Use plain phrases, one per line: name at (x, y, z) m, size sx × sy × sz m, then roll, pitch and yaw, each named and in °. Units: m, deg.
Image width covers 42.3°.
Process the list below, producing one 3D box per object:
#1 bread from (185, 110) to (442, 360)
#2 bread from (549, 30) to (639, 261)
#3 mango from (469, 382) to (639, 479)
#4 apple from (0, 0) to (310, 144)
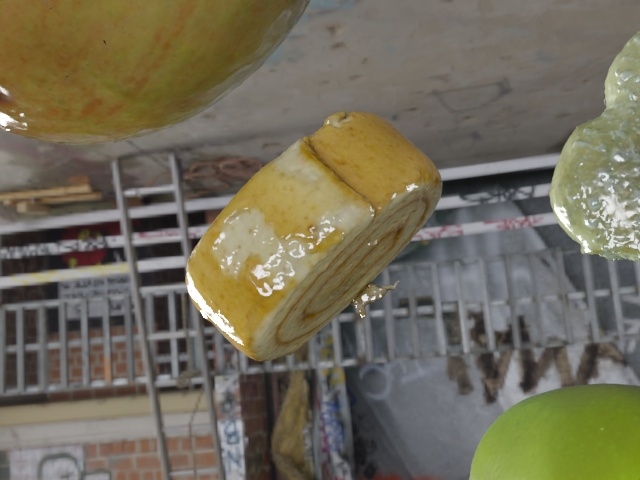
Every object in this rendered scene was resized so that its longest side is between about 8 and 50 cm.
bread at (0.000, 0.000, 0.453) m, size 0.149 × 0.073 × 0.122 m, roll -47°, pitch 161°, yaw 4°
bread at (0.301, -0.069, 0.546) m, size 0.286 × 0.208 × 0.056 m, roll 4°, pitch 169°, yaw 7°
mango at (0.205, 0.192, 0.629) m, size 0.192 × 0.156 × 0.343 m, roll -39°, pitch -176°, yaw 0°
apple at (-0.150, -0.206, 0.495) m, size 0.319 × 0.319 × 0.277 m, roll 5°, pitch 132°, yaw -43°
